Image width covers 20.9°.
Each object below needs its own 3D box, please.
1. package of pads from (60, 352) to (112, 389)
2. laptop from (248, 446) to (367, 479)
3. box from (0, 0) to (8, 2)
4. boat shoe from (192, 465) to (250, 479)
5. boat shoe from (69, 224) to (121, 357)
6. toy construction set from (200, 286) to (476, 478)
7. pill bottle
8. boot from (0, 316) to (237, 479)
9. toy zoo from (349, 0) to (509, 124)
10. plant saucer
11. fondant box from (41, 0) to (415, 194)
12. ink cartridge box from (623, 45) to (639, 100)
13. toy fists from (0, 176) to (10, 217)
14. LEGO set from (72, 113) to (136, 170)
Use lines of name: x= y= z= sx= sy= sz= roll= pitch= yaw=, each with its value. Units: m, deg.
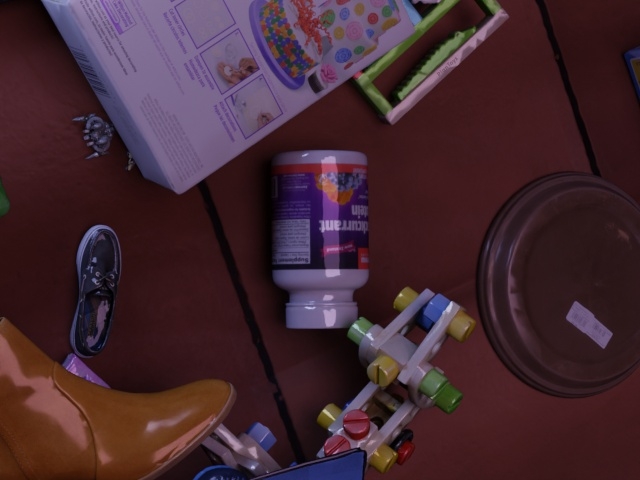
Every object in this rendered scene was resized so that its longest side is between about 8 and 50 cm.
package of pads: x=-0.249 y=0.163 z=1.821 sx=0.083 sy=0.032 sz=0.050 roll=46 pitch=74 yaw=-18
laptop: x=-0.094 y=0.472 z=1.747 sx=0.382 sy=0.236 sz=0.407 roll=-14 pitch=76 yaw=-20
box: x=-0.385 y=-0.348 z=1.754 sx=0.183 sy=0.059 sz=0.232 roll=-17 pitch=97 yaw=-26
boat shoe: x=-0.088 y=0.349 z=1.669 sx=0.109 sy=0.089 sz=0.258 roll=-3 pitch=101 yaw=-23
boat shoe: x=-0.233 y=0.054 z=1.828 sx=0.049 sy=0.040 sz=0.142 roll=9 pitch=85 yaw=-26
toy construction set: x=0.027 y=0.198 z=1.864 sx=0.328 sy=0.215 sz=0.151 roll=-33 pitch=66 yaw=-15
pill bottle: x=0.000 y=0.000 z=1.908 sx=0.108 sy=0.108 sz=0.193 roll=0 pitch=89 yaw=-27
boot: x=-0.254 y=0.159 z=1.743 sx=0.295 sy=0.104 sz=0.211 roll=-31 pitch=108 yaw=-1
toy zoo: x=0.056 y=-0.302 z=1.964 sx=0.192 sy=0.030 sz=0.293 roll=-44 pitch=107 yaw=-6
plant saucer: x=0.317 y=0.054 z=2.104 sx=0.278 sy=0.041 sz=0.277 roll=1 pitch=89 yaw=-27
fondant box: x=-0.092 y=-0.239 z=1.827 sx=0.330 sy=0.096 sz=0.238 roll=-35 pitch=115 yaw=-16
ink cartridge box: x=0.582 y=-0.102 z=2.183 sx=0.270 sy=0.151 sz=0.395 roll=-24 pitch=100 yaw=-25
toy fists: x=-0.444 y=-0.013 z=1.698 sx=0.279 sy=0.096 sz=0.142 roll=-26 pitch=90 yaw=-23
LEGO set: x=-0.225 y=-0.108 z=1.846 sx=0.083 sy=0.023 sz=0.054 roll=15 pitch=82 yaw=-25
